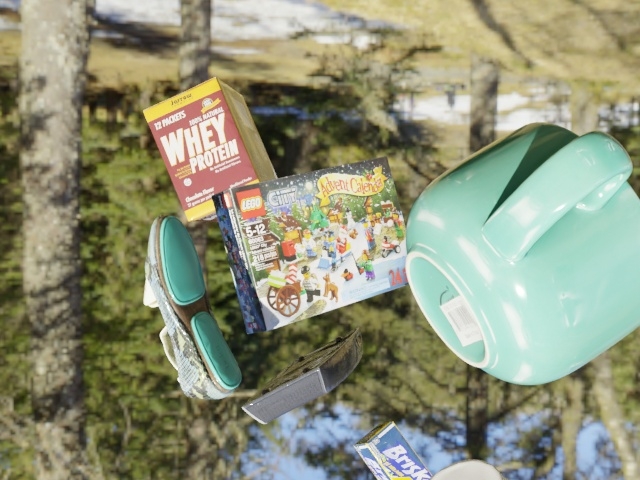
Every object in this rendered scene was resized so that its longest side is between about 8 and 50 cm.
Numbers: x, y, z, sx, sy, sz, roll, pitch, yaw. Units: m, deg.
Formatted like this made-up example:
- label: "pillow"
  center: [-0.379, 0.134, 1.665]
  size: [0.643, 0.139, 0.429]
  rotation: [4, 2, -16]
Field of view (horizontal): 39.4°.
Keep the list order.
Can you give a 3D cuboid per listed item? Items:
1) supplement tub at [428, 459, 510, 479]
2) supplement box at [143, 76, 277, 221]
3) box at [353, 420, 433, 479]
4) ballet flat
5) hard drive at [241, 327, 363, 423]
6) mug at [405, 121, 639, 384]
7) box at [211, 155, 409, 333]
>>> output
- label: "supplement tub"
  center: [0.217, 0.389, 1.129]
  size: [0.144, 0.199, 0.144]
  rotation: [-27, -155, 14]
- label: "supplement box"
  center: [-0.170, -0.141, 1.464]
  size: [0.129, 0.191, 0.194]
  rotation: [-23, 177, 7]
- label: "box"
  center: [0.123, 0.340, 1.262]
  size: [0.054, 0.169, 0.059]
  rotation: [-36, 177, -23]
- label: "ballet flat"
  center: [-0.141, 0.070, 0.879]
  size: [0.070, 0.188, 0.070]
  rotation: [-20, 175, -2]
- label: "hard drive"
  center: [-0.018, 0.231, 1.530]
  size: [0.172, 0.054, 0.255]
  rotation: [-30, 180, 19]
- label: "mug"
  center: [0.103, 0.004, 0.486]
  size: [0.097, 0.158, 0.129]
  rotation: [-31, -143, -13]
- label: "box"
  center: [0.000, 0.000, 1.031]
  size: [0.233, 0.159, 0.044]
  rotation: [-16, -178, -37]
